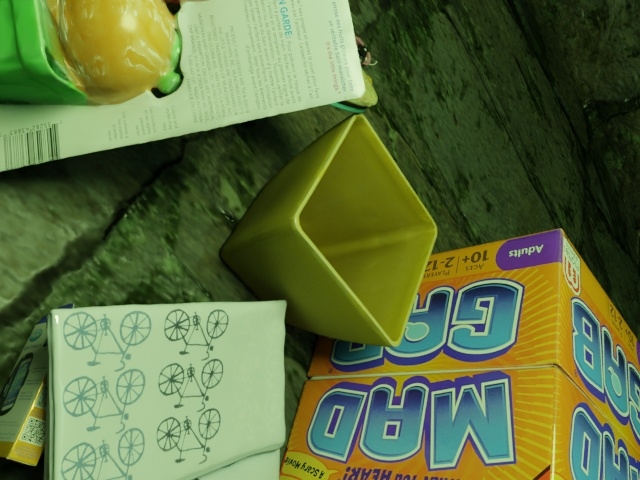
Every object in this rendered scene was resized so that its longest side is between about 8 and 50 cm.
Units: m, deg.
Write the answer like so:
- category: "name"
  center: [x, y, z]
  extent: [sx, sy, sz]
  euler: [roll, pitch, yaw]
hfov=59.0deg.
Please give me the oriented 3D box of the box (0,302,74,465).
- category: "box"
  center: [-0.246, 0.123, 0.496]
  extent: [0.028, 0.081, 0.136]
  euler: [40, 52, -35]

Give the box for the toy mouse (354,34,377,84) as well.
- category: "toy mouse"
  center: [0.048, -0.328, 1.013]
  extent: [0.161, 0.031, 0.143]
  euler: [-45, 113, -46]

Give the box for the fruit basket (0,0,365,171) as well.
- category: "fruit basket"
  center: [-0.161, -0.249, 0.526]
  extent: [0.165, 0.352, 0.327]
  euler: [109, -31, -84]

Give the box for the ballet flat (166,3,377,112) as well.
- category: "ballet flat"
  center: [-0.082, -0.255, 0.650]
  extent: [0.348, 0.123, 0.123]
  euler: [19, 58, -5]

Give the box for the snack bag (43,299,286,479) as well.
- category: "snack bag"
  center: [-0.130, 0.231, 0.557]
  extent: [0.323, 0.037, 0.343]
  euler: [9, 80, -58]

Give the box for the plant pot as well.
- category: "plant pot"
  center: [0.000, 0.000, 0.736]
  extent: [0.212, 0.187, 0.212]
  euler: [52, 45, -26]

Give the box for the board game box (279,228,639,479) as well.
- category: "board game box"
  center: [0.218, 0.257, 0.777]
  extent: [0.356, 0.356, 0.357]
  euler: [42, 50, -33]
